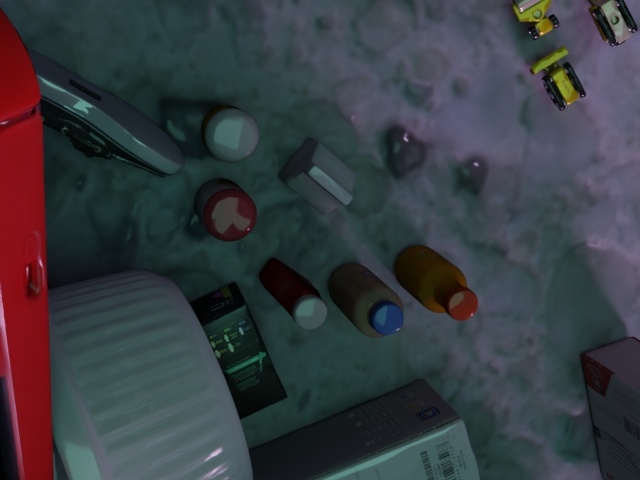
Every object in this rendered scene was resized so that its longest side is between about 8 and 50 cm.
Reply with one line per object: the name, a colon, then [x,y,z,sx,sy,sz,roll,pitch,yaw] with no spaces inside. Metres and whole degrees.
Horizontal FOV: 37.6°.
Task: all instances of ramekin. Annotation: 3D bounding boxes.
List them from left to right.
ramekin: [-0.128,0.119,0.641,0.109,0.207,0.207,-20,108,-19]

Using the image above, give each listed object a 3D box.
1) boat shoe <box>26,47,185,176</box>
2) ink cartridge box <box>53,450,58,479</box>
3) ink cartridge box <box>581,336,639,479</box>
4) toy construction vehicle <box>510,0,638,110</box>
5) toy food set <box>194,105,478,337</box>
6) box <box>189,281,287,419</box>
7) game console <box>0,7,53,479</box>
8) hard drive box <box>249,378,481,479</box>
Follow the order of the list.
boat shoe: [-0.163,-0.083,0.666,0.142,0.049,0.040,32,112,-18]
ink cartridge box: [-0.272,0.187,0.634,0.198,0.067,0.115,2,105,21]
ink cartridge box: [0.283,0.165,0.811,0.056,0.099,0.135,-18,108,-11]
toy construction vehicle: [0.198,-0.167,0.747,0.086,0.035,0.098,-34,107,7]
toy food set: [0.000,0.000,0.693,0.232,0.104,0.111,40,91,-20]
box: [-0.068,0.085,0.718,0.052,0.062,0.083,-25,108,-7]
game console: [-0.328,0.001,0.506,0.386,0.060,0.342,11,121,10]
hard drive box: [0.018,0.245,0.766,0.232,0.089,0.181,-20,107,-10]
